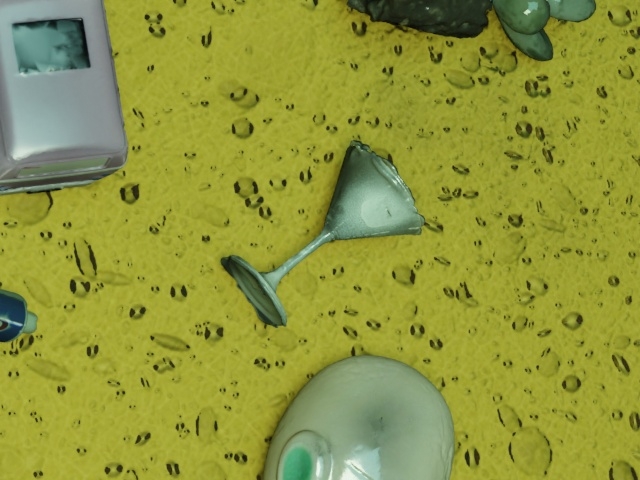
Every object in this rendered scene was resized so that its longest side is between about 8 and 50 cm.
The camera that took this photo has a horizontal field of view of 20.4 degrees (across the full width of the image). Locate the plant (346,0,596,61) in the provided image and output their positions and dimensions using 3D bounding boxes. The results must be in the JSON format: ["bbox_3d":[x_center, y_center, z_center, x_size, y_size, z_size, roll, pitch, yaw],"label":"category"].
[{"bbox_3d":[0.165,-0.277,1.835,0.274,0.149,0.146,8,123,-32],"label":"plant"}]

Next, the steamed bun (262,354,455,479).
[{"bbox_3d":[0.038,0.214,1.710,0.177,0.131,0.228,32,66,3],"label":"steamed bun"}]

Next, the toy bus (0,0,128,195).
[{"bbox_3d":[-0.264,-0.153,1.670,0.142,0.142,0.203,-8,84,-20],"label":"toy bus"}]

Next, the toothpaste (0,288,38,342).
[{"bbox_3d":[-0.342,0.052,1.586,0.268,0.069,0.047,22,48,-57],"label":"toothpaste"}]

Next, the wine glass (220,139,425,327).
[{"bbox_3d":[0.000,0.000,1.763,0.183,0.122,0.122,-39,95,-14],"label":"wine glass"}]
